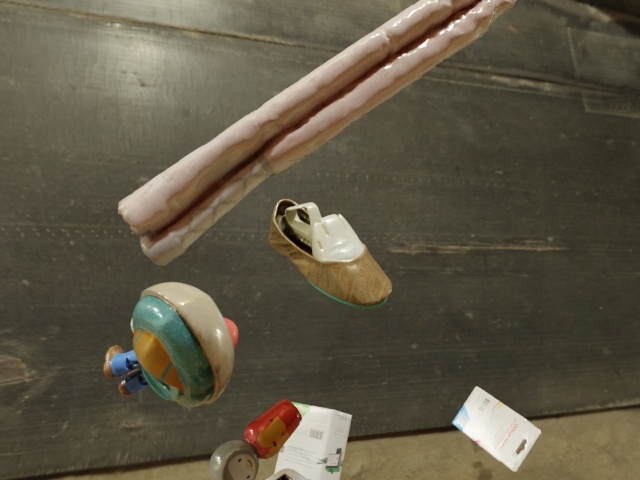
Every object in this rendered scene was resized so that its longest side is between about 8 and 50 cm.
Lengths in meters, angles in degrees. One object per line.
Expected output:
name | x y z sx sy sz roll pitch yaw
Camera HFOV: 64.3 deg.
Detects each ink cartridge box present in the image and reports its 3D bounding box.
ink cartridge box | 0.390 0.413 1.105 0.061 0.181 0.104 38 85 -32
ink cartridge box | -0.022 0.558 1.354 0.093 0.160 0.219 33 62 -42

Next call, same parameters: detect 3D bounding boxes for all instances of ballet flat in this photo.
ballet flat | 0.000 0.000 0.903 0.116 0.342 0.124 -17 117 -23

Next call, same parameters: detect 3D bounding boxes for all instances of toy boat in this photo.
toy boat | -0.181 0.210 0.760 0.318 0.267 0.148 40 54 20

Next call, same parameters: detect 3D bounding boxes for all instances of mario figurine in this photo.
mario figurine | -0.347 0.261 1.245 0.321 0.198 0.170 -20 62 10

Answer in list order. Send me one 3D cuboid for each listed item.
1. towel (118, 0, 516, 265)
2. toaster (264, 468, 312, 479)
towel | -0.033 -0.104 0.475 0.317 0.332 0.053 -37 105 -10
toaster | -0.097 0.612 1.111 0.227 0.129 0.146 -16 115 -44
